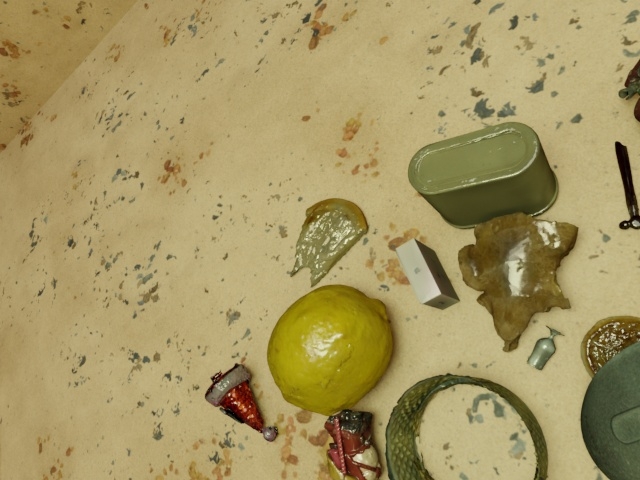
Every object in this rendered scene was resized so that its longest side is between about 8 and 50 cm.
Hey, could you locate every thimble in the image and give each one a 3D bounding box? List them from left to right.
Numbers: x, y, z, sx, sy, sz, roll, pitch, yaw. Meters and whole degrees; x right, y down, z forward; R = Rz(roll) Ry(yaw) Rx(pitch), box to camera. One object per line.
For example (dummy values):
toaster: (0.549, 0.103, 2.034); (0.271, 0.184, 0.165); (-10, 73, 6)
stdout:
thimble: (0.266, 0.385, 0.840); (0.270, 0.150, 0.271); (-10, 71, 31)

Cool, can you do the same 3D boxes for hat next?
hat: (-0.197, 0.428, 1.171); (0.227, 0.128, 0.140); (45, 145, 16)

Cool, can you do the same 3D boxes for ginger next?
ginger: (0.366, 0.077, 0.875); (0.218, 0.123, 0.271); (15, 86, 36)

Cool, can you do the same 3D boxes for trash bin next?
trash bin: (0.320, -0.115, 0.885); (0.243, 0.247, 0.121); (-11, 73, 29)

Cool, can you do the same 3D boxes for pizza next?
pizza: (0.000, 0.000, 1.188); (0.181, 0.034, 0.262); (43, 102, 33)

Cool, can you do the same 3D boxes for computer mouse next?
computer mouse: (0.496, 0.251, 0.636); (0.374, 0.114, 0.203); (111, 158, -47)

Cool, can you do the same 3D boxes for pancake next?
pancake: (0.537, 0.207, 0.787); (0.158, 0.028, 0.158); (-10, 72, 32)

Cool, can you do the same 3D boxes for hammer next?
hammer: (0.581, -0.106, 0.852); (0.065, 0.021, 0.179); (-11, 69, 30)

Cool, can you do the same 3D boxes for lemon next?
lemon: (0.019, 0.229, 0.984); (0.284, 0.260, 0.261); (-36, 60, 27)

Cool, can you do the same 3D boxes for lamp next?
lamp: (0.075, 0.488, 0.956); (0.118, 0.118, 0.254); (-12, 82, 30)

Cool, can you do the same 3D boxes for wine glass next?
wine glass: (0.420, 0.202, 0.855); (0.038, 0.042, 0.083); (31, 97, 11)

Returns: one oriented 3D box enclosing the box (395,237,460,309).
box: (0.227, 0.074, 0.962); (0.051, 0.130, 0.129); (-34, 61, 23)

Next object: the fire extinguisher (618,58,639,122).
fire extinguisher: (0.662, -0.217, 0.786); (0.147, 0.107, 0.337); (-27, 61, -4)
